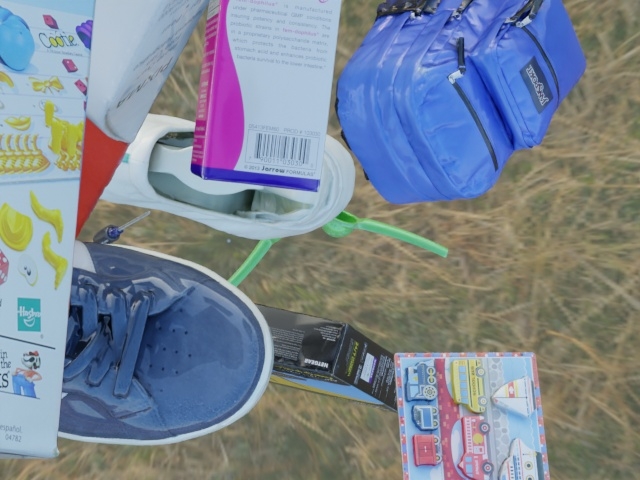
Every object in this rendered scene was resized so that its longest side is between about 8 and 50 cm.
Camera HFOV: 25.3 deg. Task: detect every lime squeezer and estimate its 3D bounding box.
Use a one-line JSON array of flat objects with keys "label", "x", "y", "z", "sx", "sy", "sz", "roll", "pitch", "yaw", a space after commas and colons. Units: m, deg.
[{"label": "lime squeezer", "x": 0.000, "y": 0.000, "z": 1.801, "sx": 0.310, "sy": 0.059, "sz": 0.110, "roll": -12, "pitch": 87, "yaw": 6}]

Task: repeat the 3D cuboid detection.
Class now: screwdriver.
[{"label": "screwdriver", "x": -0.237, "y": -0.013, "z": 1.725, "sx": 0.024, "sy": 0.170, "sz": 0.025, "roll": -31, "pitch": 99, "yaw": -31}]

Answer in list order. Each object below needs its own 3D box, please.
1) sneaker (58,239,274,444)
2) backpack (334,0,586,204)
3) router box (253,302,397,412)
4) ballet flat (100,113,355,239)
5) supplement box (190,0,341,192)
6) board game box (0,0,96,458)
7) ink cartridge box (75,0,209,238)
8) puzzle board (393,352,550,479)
[{"label": "sneaker", "x": -0.204, "y": 0.044, "z": 0.860, "sx": 0.350, "sy": 0.148, "sz": 0.131, "roll": 11, "pitch": 83, "yaw": 5}, {"label": "backpack", "x": 0.069, "y": -0.081, "z": 0.724, "sx": 0.120, "sy": 0.101, "sz": 0.098, "roll": -51, "pitch": 121, "yaw": -32}, {"label": "router box", "x": -0.033, "y": 0.087, "z": 1.138, "sx": 0.178, "sy": 0.133, "sz": 0.046, "roll": 10, "pitch": 76, "yaw": 30}, {"label": "ballet flat", "x": -0.080, "y": -0.067, "z": 1.584, "sx": 0.400, "sy": 0.139, "sz": 0.139, "roll": 7, "pitch": 89, "yaw": -43}, {"label": "supplement box", "x": -0.050, "y": -0.162, "z": 1.322, "sx": 0.111, "sy": 0.114, "sz": 0.220, "roll": 6, "pitch": 94, "yaw": -11}, {"label": "board game box", "x": -0.175, "y": -0.071, "z": 0.477, "sx": 0.142, "sy": 0.144, "sz": 0.275, "roll": -6, "pitch": 74, "yaw": 32}, {"label": "ink cartridge box", "x": -0.223, "y": -0.164, "z": 0.783, "sx": 0.308, "sy": 0.385, "sz": 0.091, "roll": 40, "pitch": 48, "yaw": 1}, {"label": "puzzle board", "x": 0.099, "y": 0.133, "z": 0.909, "sx": 0.096, "sy": 0.011, "sz": 0.128, "roll": 0, "pitch": 71, "yaw": -10}]
